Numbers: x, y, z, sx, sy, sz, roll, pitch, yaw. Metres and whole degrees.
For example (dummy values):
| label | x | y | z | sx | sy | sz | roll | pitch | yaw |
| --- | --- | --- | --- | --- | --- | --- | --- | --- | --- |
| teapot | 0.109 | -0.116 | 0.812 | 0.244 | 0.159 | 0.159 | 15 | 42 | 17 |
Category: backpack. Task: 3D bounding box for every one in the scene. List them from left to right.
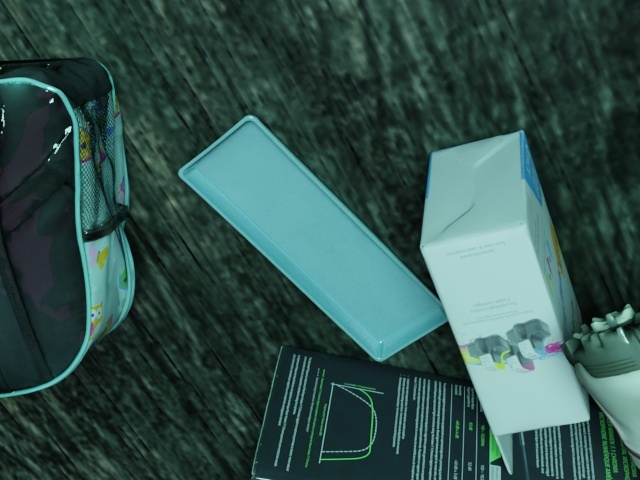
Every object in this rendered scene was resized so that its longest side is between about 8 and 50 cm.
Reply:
| label | x | y | z | sx | sy | sz | roll | pitch | yaw |
| --- | --- | --- | --- | --- | --- | --- | --- | --- | --- |
| backpack | -0.190 | -0.010 | 0.656 | 0.165 | 0.144 | 0.189 | -2 | 101 | 8 |

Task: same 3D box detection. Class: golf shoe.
| label | x | y | z | sx | sy | sz | roll | pitch | yaw |
| --- | --- | --- | --- | --- | --- | --- | --- | --- | --- |
| golf shoe | 0.209 | 0.095 | 0.611 | 0.105 | 0.120 | 0.273 | -24 | 157 | 15 |

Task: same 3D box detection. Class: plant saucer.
| label | x | y | z | sx | sy | sz | roll | pitch | yaw |
| --- | --- | --- | --- | --- | --- | --- | --- | --- | --- |
| plant saucer | 0.000 | 0.000 | 0.717 | 0.067 | 0.018 | 0.192 | -35 | 112 | 28 |

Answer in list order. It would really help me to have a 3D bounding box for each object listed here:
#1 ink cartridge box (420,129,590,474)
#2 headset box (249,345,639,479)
| label | x | y | z | sx | sy | sz | roll | pitch | yaw |
| --- | --- | --- | --- | --- | --- | --- | --- | --- | --- |
| ink cartridge box | 0.118 | 0.040 | 0.672 | 0.061 | 0.104 | 0.181 | -13 | 122 | 18 |
| headset box | 0.086 | 0.228 | 0.792 | 0.283 | 0.131 | 0.246 | 11 | 126 | 0 |
